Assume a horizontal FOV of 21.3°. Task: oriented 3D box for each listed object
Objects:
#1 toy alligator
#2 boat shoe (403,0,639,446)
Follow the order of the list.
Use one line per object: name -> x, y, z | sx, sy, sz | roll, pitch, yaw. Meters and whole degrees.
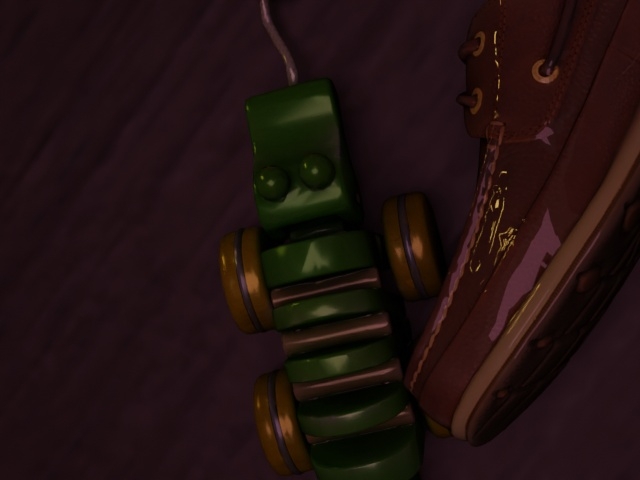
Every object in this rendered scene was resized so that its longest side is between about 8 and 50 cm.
toy alligator -> 0.000, 0.000, 0.442 | 0.056, 0.051, 0.190 | -13, 92, 10
boat shoe -> 0.064, -0.036, 0.423 | 0.060, 0.064, 0.178 | 26, 86, 18
